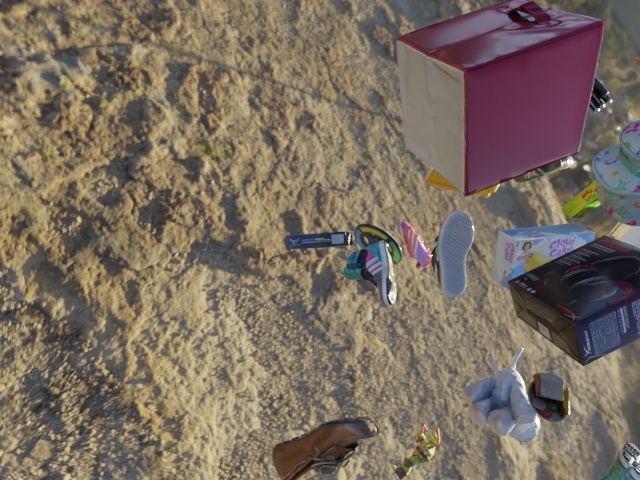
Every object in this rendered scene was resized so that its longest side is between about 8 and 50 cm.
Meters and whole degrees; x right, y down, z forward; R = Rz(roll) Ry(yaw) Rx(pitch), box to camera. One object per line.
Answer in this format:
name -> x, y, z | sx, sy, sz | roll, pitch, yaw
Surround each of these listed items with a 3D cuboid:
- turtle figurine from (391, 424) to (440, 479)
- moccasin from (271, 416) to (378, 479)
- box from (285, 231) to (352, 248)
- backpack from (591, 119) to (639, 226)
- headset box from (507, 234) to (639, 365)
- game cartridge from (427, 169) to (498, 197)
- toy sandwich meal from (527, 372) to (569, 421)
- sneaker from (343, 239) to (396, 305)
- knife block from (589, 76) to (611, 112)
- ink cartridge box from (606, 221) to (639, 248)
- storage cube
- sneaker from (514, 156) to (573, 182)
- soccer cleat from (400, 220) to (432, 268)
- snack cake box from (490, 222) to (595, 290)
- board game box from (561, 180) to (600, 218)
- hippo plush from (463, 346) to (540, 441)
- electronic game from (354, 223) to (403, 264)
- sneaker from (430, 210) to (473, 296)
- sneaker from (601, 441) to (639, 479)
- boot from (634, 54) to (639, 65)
turtle figurine -> 0.359, 0.772, 1.645 | 0.217, 0.269, 0.087 | -40, 80, -5
moccasin -> 0.012, 0.615, 1.311 | 0.139, 0.380, 0.146 | 26, 38, -52
box -> 0.000, 0.000, 1.773 | 0.183, 0.233, 0.059 | 3, 85, -77
backpack -> 0.724, -0.151, 0.957 | 0.191, 0.254, 0.225 | 51, 29, -32
headset box -> 0.599, 0.109, 0.966 | 0.294, 0.218, 0.110 | -24, 111, -3
game cartridge -> 0.593, -0.314, 1.740 | 0.053, 0.324, 0.285 | 33, 87, -29
toy sandwich meal -> 0.411, 0.278, 0.807 | 0.086, 0.029, 0.085 | 4, 56, -6
sneaker -> 0.178, 0.131, 1.696 | 0.295, 0.179, 0.123 | -89, 156, -47
knife block -> 0.679, -0.477, 1.239 | 0.088, 0.242, 0.275 | 0, 101, -63
ink cartridge box -> 1.095, 0.030, 1.536 | 0.207, 0.353, 0.119 | 35, 18, 8
storage cube -> 0.241, -0.211, 0.653 | 0.193, 0.214, 0.183 | -22, 40, -7
sneaker -> 0.729, -0.243, 1.513 | 0.086, 0.192, 0.064 | -10, 85, -48
soccer cleat -> 0.412, 0.022, 2.003 | 0.248, 0.095, 0.083 | 51, 13, -24
snack cake box -> 0.629, 0.043, 1.287 | 0.265, 0.089, 0.152 | -6, 114, -17
board game box -> 0.820, -0.139, 1.344 | 0.092, 0.181, 0.043 | 0, 50, -42
hippo plush -> 0.658, 0.585, 1.617 | 0.236, 0.235, 0.294 | 53, 31, -33
electronic game -> 0.236, 0.017, 1.860 | 0.229, 0.229, 0.048 | 44, 65, -11
sneaker -> 0.466, 0.036, 1.640 | 0.126, 0.127, 0.320 | -1, 110, -6
sneaker -> 0.636, 0.489, 0.918 | 0.275, 0.110, 0.107 | 37, 13, -47
boot -> 0.954, -0.483, 1.097 | 0.284, 0.220, 0.109 | 21, 33, 7
